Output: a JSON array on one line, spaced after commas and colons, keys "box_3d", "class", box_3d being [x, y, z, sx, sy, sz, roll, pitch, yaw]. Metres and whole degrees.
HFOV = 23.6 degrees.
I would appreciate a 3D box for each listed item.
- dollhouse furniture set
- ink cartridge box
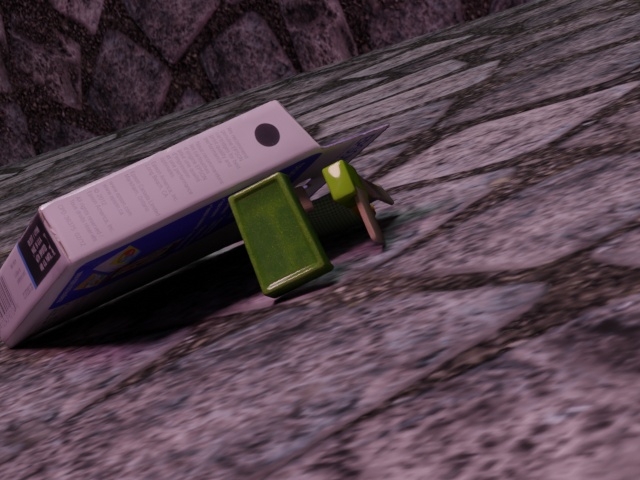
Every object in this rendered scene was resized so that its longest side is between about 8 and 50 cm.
[{"box_3d": [0.000, 0.000, 0.868, 0.076, 0.058, 0.152, -26, -11, 12], "class": "dollhouse furniture set"}, {"box_3d": [-0.086, -0.015, 0.913, 0.208, 0.045, 0.206, -24, -6, -25], "class": "ink cartridge box"}]
